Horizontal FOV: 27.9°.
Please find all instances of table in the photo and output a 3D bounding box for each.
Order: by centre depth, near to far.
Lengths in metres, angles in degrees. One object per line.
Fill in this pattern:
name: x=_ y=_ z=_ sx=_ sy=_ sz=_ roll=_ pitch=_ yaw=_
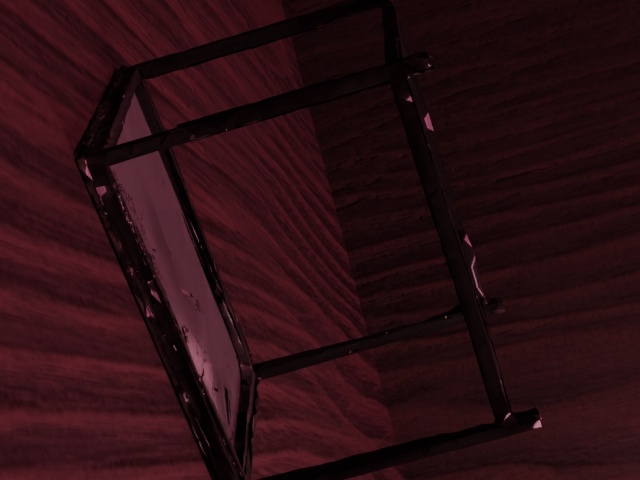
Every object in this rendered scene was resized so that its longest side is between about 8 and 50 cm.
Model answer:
table: x=0.000 y=0.000 z=1.086 sx=0.222 sy=0.272 sz=0.335 roll=-90 pitch=162 yaw=-65
